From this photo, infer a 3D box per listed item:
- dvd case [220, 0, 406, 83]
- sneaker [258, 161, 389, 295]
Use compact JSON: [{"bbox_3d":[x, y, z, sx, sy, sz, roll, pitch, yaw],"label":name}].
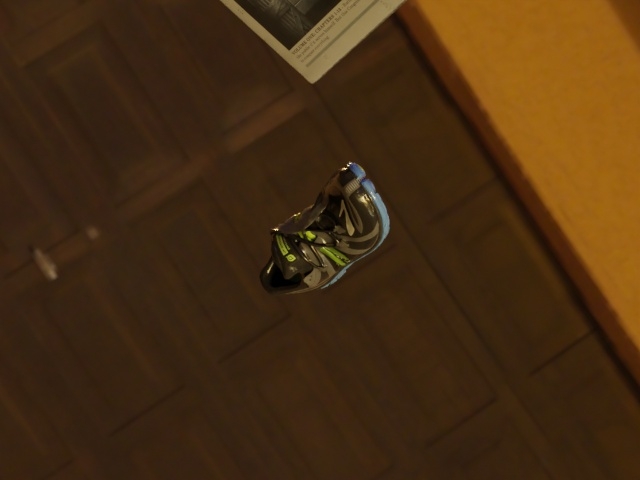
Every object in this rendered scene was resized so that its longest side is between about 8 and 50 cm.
[{"bbox_3d":[-0.035,-0.232,0.831,0.238,0.029,0.179,41,-49,-13],"label":"dvd case"},{"bbox_3d":[0.000,0.000,1.134,0.067,0.078,0.188,58,-35,14],"label":"sneaker"}]
